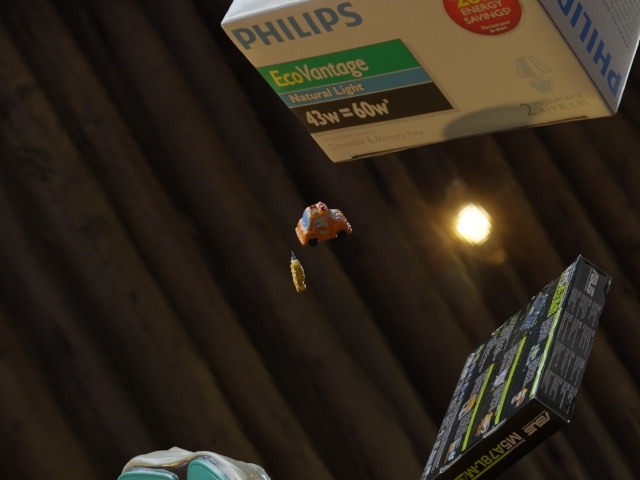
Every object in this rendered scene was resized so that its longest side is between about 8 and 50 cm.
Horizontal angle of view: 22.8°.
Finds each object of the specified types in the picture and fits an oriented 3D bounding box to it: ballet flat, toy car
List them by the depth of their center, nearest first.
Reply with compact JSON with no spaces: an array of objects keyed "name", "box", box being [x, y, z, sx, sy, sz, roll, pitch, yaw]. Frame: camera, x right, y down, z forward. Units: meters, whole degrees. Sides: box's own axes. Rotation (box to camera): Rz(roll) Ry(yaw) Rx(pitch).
[{"name":"ballet flat","box":[-0.086,0.209,1.310,0.086,0.248,0.086,-1,-89,-32]},{"name":"toy car","box":[0.000,0.000,1.641,0.060,0.040,0.122,-5,-147,6]}]

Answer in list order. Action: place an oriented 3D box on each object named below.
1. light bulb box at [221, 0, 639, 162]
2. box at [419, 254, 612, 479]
[{"name":"light bulb box","box":[0.147,-0.301,1.629,0.225,0.358,0.361,49,-130,-34]},{"name":"box","box":[0.172,0.128,1.406,0.045,0.184,0.191,37,-138,-9]}]
